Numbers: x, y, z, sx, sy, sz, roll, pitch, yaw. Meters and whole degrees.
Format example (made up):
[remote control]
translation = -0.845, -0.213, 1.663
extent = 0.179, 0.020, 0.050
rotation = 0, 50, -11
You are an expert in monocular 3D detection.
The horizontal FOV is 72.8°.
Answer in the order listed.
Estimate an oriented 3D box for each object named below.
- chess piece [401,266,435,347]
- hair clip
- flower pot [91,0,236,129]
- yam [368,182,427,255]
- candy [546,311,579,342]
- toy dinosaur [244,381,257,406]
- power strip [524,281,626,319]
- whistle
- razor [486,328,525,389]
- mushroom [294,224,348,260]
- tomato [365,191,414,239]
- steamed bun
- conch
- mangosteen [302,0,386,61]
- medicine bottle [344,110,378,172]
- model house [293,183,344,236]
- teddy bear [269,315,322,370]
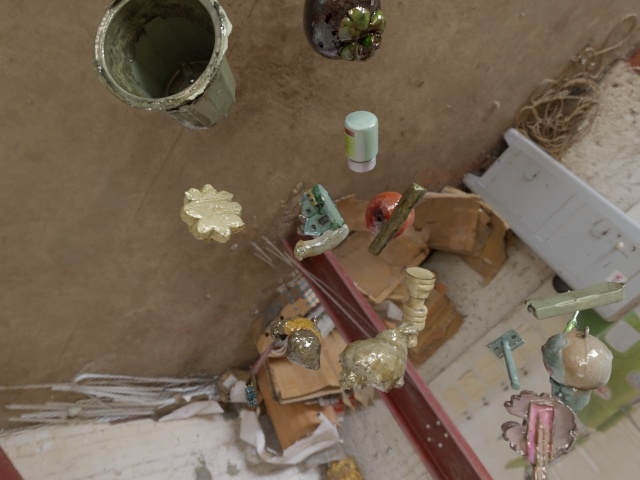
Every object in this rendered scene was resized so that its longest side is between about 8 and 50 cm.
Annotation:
[chess piece]
translation = 0.372, 0.272, 1.718
extent = 0.124, 0.138, 0.308
rotation = -3, 106, -36
[hair clip]
translation = 0.534, 0.525, 1.065
extent = 0.172, 0.301, 0.069
rotation = 5, 169, 12
[flower pot]
translation = -0.307, -0.377, 0.967
extent = 0.290, 0.290, 0.259
rotation = -34, 170, 0
[yam]
translation = 0.246, -0.065, 1.413
extent = 0.061, 0.061, 0.274
rotation = 10, 120, -46
[candy]
translation = 0.845, 0.281, 1.461
extent = 0.305, 0.083, 0.091
rotation = -48, 130, -26
[toy dinosaur]
translation = -0.226, 0.500, 1.399
extent = 0.030, 0.047, 0.083
rotation = -9, 104, -23
[power strip]
translation = 0.792, 0.184, 1.348
extent = 0.285, 0.080, 0.048
rotation = -18, 105, 14
[whistle]
translation = 0.731, 0.406, 1.276
extent = 0.189, 0.189, 0.348
rotation = -10, 111, -31
[razor]
translation = 0.575, 0.367, 1.318
extent = 0.106, 0.068, 0.232
rotation = -45, -177, 24
[mushroom]
translation = 0.001, 0.004, 1.611
extent = 0.223, 0.081, 0.092
rotation = -33, 116, -16
[tomato]
translation = 0.288, -0.102, 1.849
extent = 0.184, 0.208, 0.208
rotation = -32, 150, -35
[steamed bun]
translation = -0.480, -0.095, 1.917
extent = 0.295, 0.292, 0.137
rotation = 25, 135, -15
[conch]
translation = 0.195, 0.403, 1.442
extent = 0.324, 0.186, 0.263
rotation = -17, 168, -17
[mangosteen]
translation = 0.090, -0.777, 1.507
extent = 0.300, 0.300, 0.300
rotation = -22, 144, -17
[medicine bottle]
translation = 0.170, -0.409, 1.808
extent = 0.139, 0.139, 0.225
rotation = -24, 140, -14
[model house]
translation = -0.024, -0.068, 1.286
extent = 0.148, 0.148, 0.119
rotation = -33, -176, 15
[teddy bear]
translation = -0.051, 0.293, 1.248
extent = 0.140, 0.190, 0.177
rotation = -38, 104, 0
